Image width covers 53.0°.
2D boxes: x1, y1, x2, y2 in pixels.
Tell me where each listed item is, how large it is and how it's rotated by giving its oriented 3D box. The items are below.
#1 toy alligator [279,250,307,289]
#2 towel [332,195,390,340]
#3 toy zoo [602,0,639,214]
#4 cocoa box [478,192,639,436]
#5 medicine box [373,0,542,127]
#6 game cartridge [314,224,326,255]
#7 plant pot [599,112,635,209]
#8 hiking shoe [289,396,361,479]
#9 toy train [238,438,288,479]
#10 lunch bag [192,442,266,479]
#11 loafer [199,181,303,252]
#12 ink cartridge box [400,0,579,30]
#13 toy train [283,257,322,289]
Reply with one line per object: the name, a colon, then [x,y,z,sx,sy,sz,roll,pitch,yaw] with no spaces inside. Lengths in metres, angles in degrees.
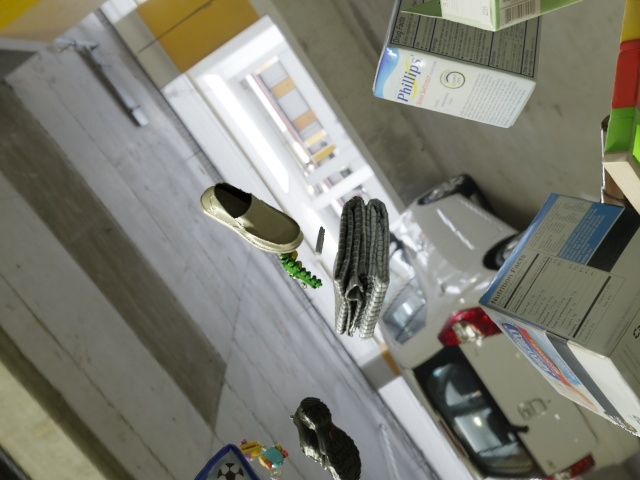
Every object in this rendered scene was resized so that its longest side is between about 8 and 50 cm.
toy alligator: [-0.089,0.088,1.993,0.051,0.056,0.189,-48,-54,-43]
towel: [0.087,0.067,1.540,0.235,0.121,0.283,99,177,-48]
toy zoo: [0.420,-0.192,0.815,0.030,0.293,0.192,2,163,41]
cocoa box: [0.460,0.127,1.009,0.347,0.231,0.228,43,168,-36]
medicine box: [0.276,-0.398,1.277,0.149,0.289,0.263,100,-176,-62]
game cartridge: [0.000,0.000,1.878,0.056,0.017,0.083,42,-122,-74]
plant pot: [0.563,-0.139,1.110,0.167,0.167,0.165,-113,2,-62]
hiking shoe: [0.011,0.479,1.493,0.086,0.114,0.227,-13,-120,-37]
toy train: [-0.157,0.527,1.499,0.125,0.166,0.046,-68,-26,-57]
lunch bag: [-0.120,0.602,1.165,0.385,0.239,0.328,44,158,11]
loafer: [-0.163,-0.055,1.530,0.268,0.102,0.092,24,156,-4]
ink cartridge box: [0.236,-0.352,0.886,0.235,0.171,0.056,47,156,54]
toy train: [-0.031,0.060,1.128,0.083,0.024,0.017,38,-152,-22]
